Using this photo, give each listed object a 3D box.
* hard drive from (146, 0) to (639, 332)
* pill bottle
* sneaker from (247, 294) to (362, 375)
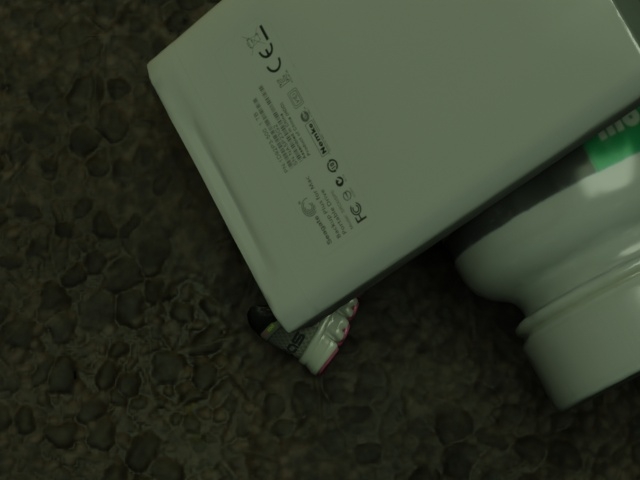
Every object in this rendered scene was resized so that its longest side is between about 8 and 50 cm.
[{"bbox_3d":[0.043,-0.103,1.152,0.307,0.040,0.203,-35,78,34],"label":"hard drive"},{"bbox_3d":[0.147,-0.087,1.233,0.204,0.204,0.361,-26,81,-8],"label":"pill bottle"},{"bbox_3d":[0.000,0.000,1.277,0.075,0.063,0.170,21,82,-5],"label":"sneaker"}]
